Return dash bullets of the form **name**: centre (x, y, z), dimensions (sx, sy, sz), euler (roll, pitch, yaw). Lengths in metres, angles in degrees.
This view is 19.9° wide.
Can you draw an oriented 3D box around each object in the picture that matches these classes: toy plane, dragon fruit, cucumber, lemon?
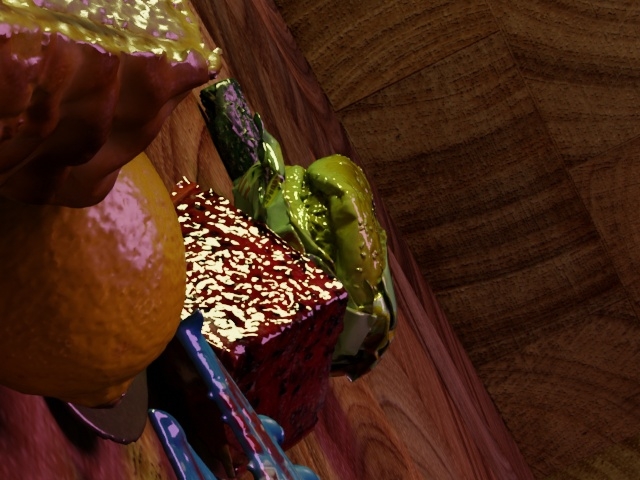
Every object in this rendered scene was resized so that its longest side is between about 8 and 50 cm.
- **toy plane**: centre (-0.012, 0.165, 0.921), dimensions (0.271, 0.105, 0.254), euler (52, 14, -66)
- **dragon fruit**: centre (-0.071, 0.053, 1.081), dimensions (0.161, 0.127, 0.120), euler (40, -50, 29)
- **cucumber**: centre (-0.048, -0.034, 1.713), dimensions (0.256, 0.043, 0.044), euler (65, 11, 8)
- **lemon**: centre (-0.109, 0.008, 0.748), dimensions (0.109, 0.109, 0.133), euler (-89, 164, -77)

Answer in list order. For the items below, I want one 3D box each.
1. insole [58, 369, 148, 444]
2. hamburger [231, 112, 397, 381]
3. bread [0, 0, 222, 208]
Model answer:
- **insole**: centre (-0.127, -0.001, 0.976), dimensions (0.111, 0.007, 0.328), euler (40, 19, -29)
- **hamburger**: centre (-0.002, -0.003, 1.561), dimensions (0.214, 0.125, 0.235), euler (-140, -144, -81)
- **bread**: centre (-0.145, -0.095, 0.632), dimensions (0.222, 0.096, 0.181), euler (9, 42, -54)
